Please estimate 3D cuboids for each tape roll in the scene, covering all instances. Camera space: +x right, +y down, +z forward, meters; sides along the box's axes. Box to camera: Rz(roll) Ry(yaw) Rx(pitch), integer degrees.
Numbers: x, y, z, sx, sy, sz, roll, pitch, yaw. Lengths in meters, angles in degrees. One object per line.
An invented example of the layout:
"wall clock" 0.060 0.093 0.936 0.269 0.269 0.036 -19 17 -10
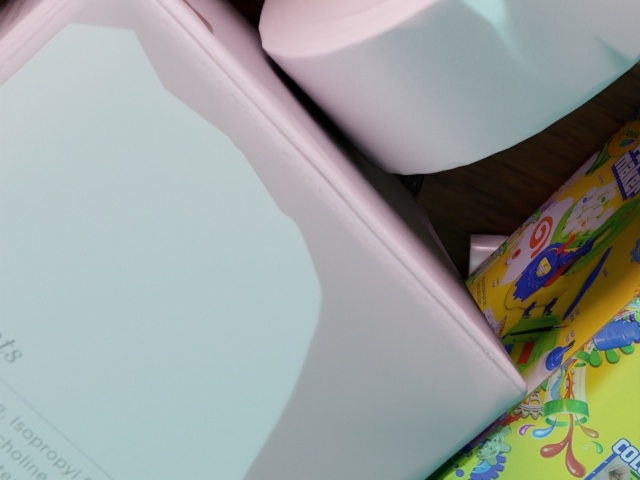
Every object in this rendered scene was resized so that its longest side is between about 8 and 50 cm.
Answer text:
"tape roll" 0.102 -0.174 0.842 0.286 0.286 0.100 -32 117 25

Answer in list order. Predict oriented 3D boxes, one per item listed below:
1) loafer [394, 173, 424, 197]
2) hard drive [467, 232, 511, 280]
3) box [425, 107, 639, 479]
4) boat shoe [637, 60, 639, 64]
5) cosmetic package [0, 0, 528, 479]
"loafer" 0.000 0.000 1.113 0.078 0.076 0.223 28 120 -8
"hard drive" 0.267 0.102 1.145 0.307 0.040 0.203 3 109 4
"box" 0.198 0.092 0.973 0.177 0.290 0.279 41 108 -8
"boat shoe" 0.294 -0.222 0.900 0.103 0.113 0.302 19 137 -9
"cosmetic package" -0.152 0.049 0.883 0.393 0.329 0.327 -41 107 8
